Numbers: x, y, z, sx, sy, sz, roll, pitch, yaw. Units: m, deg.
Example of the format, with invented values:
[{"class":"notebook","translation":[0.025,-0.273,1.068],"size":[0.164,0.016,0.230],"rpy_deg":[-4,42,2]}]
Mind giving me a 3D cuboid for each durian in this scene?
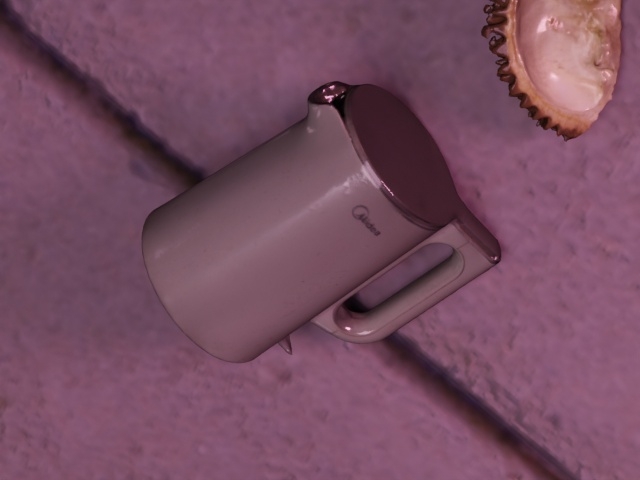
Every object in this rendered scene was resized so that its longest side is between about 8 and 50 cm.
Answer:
[{"class":"durian","translation":[0.114,-0.111,0.960],"size":[0.066,0.052,0.130],"rpy_deg":[6,108,21]}]

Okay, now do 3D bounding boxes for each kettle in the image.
[{"class":"kettle","translation":[-0.003,0.000,1.026],"size":[0.148,0.098,0.127],"rpy_deg":[-32,86,26]}]
